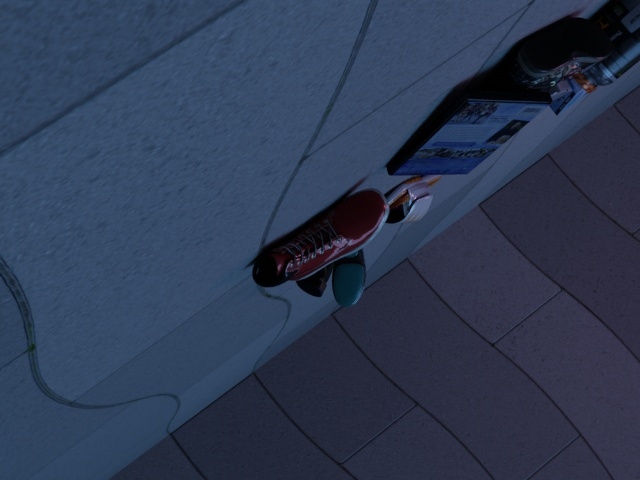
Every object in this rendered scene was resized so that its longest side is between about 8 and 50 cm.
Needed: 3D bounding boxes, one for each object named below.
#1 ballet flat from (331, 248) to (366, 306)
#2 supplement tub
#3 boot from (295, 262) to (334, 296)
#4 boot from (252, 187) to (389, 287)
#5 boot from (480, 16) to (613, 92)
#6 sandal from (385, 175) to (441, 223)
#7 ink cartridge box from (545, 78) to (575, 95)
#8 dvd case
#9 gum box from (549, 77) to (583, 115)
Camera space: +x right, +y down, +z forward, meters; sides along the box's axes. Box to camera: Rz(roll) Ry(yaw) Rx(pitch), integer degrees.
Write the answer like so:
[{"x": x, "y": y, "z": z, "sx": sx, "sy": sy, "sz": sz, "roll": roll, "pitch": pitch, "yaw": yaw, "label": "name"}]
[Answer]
[{"x": 0.057, "y": 0.033, "z": 1.685, "sx": 0.070, "sy": 0.070, "sz": 0.189, "roll": -24, "pitch": 123, "yaw": -57, "label": "ballet flat"}, {"x": 0.551, "y": -0.373, "z": 1.644, "sx": 0.190, "sy": 0.117, "sz": 0.117, "roll": -41, "pitch": 171, "yaw": 23, "label": "supplement tub"}, {"x": -0.004, "y": 0.023, "z": 1.731, "sx": 0.219, "sy": 0.082, "sz": 0.106, "roll": 94, "pitch": 22, "yaw": -65, "label": "boot"}, {"x": 0.000, "y": 0.000, "z": 1.497, "sx": 0.244, "sy": 0.088, "sz": 0.176, "roll": -37, "pitch": 171, "yaw": 21, "label": "boot"}, {"x": 0.373, "y": -0.286, "z": 1.494, "sx": 0.236, "sy": 0.085, "sz": 0.178, "roll": -23, "pitch": 167, "yaw": -36, "label": "boot"}, {"x": 0.209, "y": -0.088, "z": 1.907, "sx": 0.265, "sy": 0.076, "sz": 0.102, "roll": -28, "pitch": 167, "yaw": -49, "label": "sandal"}, {"x": 0.399, "y": -0.280, "z": 1.630, "sx": 0.104, "sy": 0.060, "sz": 0.180, "roll": -25, "pitch": 178, "yaw": 27, "label": "ink cartridge box"}, {"x": 0.247, "y": -0.178, "z": 1.486, "sx": 0.180, "sy": 0.022, "sz": 0.253, "roll": -3, "pitch": 157, "yaw": -29, "label": "dvd case"}, {"x": 0.693, "y": -0.414, "z": 2.268, "sx": 0.184, "sy": 0.041, "sz": 0.157, "roll": -35, "pitch": 171, "yaw": -9, "label": "gum box"}]
